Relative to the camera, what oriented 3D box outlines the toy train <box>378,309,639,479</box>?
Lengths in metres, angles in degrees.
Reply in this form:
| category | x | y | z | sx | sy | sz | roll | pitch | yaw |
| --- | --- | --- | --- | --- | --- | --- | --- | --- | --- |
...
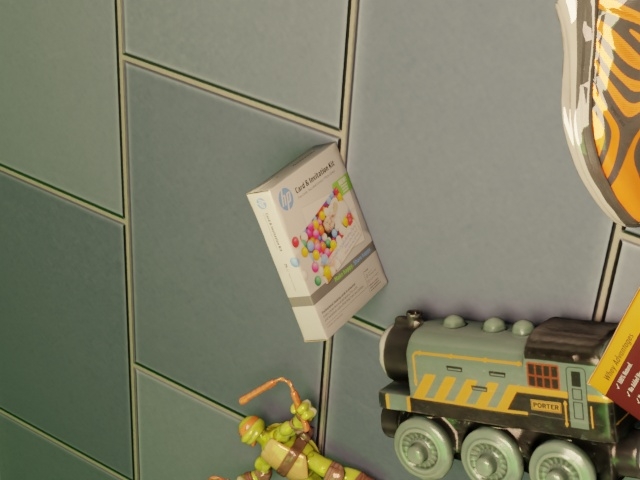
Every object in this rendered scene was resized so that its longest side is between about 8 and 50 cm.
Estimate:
| category | x | y | z | sx | sy | sz | roll | pitch | yaw |
| --- | --- | --- | --- | --- | --- | --- | --- | --- | --- |
| toy train | 0.209 | 0.175 | 1.359 | 0.334 | 0.142 | 0.190 | 4 | 106 | 38 |

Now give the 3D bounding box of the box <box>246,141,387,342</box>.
| category | x | y | z | sx | sy | sz | roll | pitch | yaw |
| --- | --- | --- | --- | --- | --- | --- | --- | --- | --- |
| box | 0.000 | 0.000 | 1.395 | 0.038 | 0.145 | 0.186 | -9 | 109 | 38 |

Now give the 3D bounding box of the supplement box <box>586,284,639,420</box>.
| category | x | y | z | sx | sy | sz | roll | pitch | yaw |
| --- | --- | --- | --- | --- | --- | --- | --- | --- | --- |
| supplement box | 0.388 | 0.098 | 1.124 | 0.194 | 0.129 | 0.191 | 37 | 130 | 24 |

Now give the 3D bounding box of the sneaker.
| category | x | y | z | sx | sy | sz | roll | pitch | yaw |
| --- | --- | --- | --- | --- | --- | --- | --- | --- | --- |
| sneaker | 0.311 | -0.159 | 1.076 | 0.180 | 0.124 | 0.321 | 2 | 117 | 38 |

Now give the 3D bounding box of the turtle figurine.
| category | x | y | z | sx | sy | sz | roll | pitch | yaw |
| --- | --- | --- | --- | --- | --- | --- | --- | --- | --- |
| turtle figurine | -0.037 | 0.305 | 1.649 | 0.217 | 0.087 | 0.269 | 36 | 124 | 4 |
